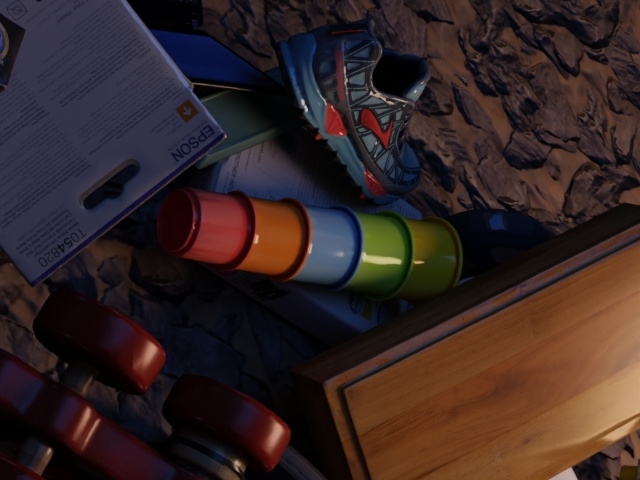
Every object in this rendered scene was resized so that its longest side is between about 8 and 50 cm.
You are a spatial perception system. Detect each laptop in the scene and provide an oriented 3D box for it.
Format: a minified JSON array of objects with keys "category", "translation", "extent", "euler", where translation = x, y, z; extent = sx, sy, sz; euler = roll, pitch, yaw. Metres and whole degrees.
[{"category":"laptop","translation":[-0.165,-0.263,1.694],"extent":[0.234,0.136,0.264],"euler":[3,80,-45]}]

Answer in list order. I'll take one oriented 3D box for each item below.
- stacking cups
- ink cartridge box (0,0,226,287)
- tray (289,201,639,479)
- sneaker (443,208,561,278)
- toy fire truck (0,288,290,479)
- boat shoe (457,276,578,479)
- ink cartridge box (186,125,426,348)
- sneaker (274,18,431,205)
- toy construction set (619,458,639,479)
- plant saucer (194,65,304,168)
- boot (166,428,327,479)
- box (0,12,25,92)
[{"category":"stacking cups","translation":[-0.005,0.000,1.667],"extent":[0.316,0.096,0.096],"euler":[11,63,-41]},{"category":"ink cartridge box","translation":[-0.233,-0.112,1.527],"extent":[0.223,0.045,0.224],"euler":[-38,101,-4]},{"category":"tray","translation":[0.187,0.137,1.734],"extent":[0.411,0.076,0.203],"euler":[-25,108,-24]},{"category":"sneaker","translation":[0.228,0.071,1.903],"extent":[0.319,0.112,0.131],"euler":[35,53,-48]},{"category":"toy fire truck","translation":[-0.185,0.166,1.386],"extent":[0.302,0.254,0.169],"euler":[36,72,-25]},{"category":"boat shoe","translation":[0.185,0.183,1.848],"extent":[0.108,0.102,0.301],"euler":[-26,96,-23]},{"category":"ink cartridge box","translation":[0.000,0.000,1.788],"extent":[0.311,0.065,0.186],"euler":[32,50,-27]},{"category":"sneaker","translation":[0.061,-0.125,1.741],"extent":[0.262,0.125,0.104],"euler":[46,24,-54]},{"category":"toy construction set","translation":[0.356,0.401,1.896],"extent":[0.215,0.151,0.328],"euler":[9,69,-70]},{"category":"plant saucer","translation":[-0.070,-0.127,1.731],"extent":[0.192,0.018,0.067],"euler":[-27,88,-47]},{"category":"boot","translation":[-0.073,0.346,1.479],"extent":[0.284,0.138,0.377],"euler":[-32,79,-36]},{"category":"box","translation":[-0.385,-0.138,1.319],"extent":[0.216,0.270,0.060],"euler":[31,52,-30]}]
